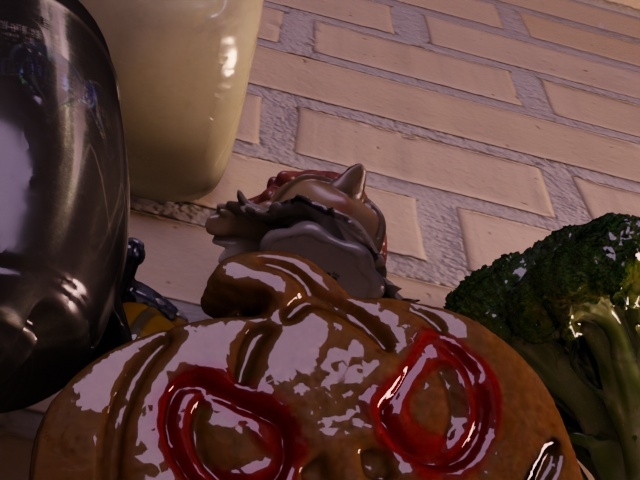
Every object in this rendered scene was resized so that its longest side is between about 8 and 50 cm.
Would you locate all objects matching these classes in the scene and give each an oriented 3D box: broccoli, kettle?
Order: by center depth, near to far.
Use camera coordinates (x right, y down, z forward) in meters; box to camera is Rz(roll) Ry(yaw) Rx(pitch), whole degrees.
[{"bbox_3d":[-0.268,-0.040,0.884,0.321,0.228,0.324,32,26,-37],"label":"kettle"},{"bbox_3d":[0.268,0.113,1.102,0.321,0.304,0.283,6,57,-15],"label":"broccoli"}]

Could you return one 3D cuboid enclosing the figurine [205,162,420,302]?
[{"bbox_3d":[0.000,0.000,1.217,0.207,0.166,0.387,25,10,-3],"label":"figurine"}]

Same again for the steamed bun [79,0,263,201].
[{"bbox_3d":[-0.192,-0.224,1.423,0.233,0.312,0.334,10,23,-10],"label":"steamed bun"}]

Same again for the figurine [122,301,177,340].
[{"bbox_3d":[-0.056,0.122,0.965,0.257,0.167,0.192,15,39,2],"label":"figurine"}]

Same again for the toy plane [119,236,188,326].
[{"bbox_3d":[-0.262,0.000,1.153,0.316,0.103,0.204,17,24,0],"label":"toy plane"}]

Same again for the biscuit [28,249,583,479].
[{"bbox_3d":[-0.002,0.151,0.832,0.367,0.063,0.314,-7,73,-20],"label":"biscuit"}]
